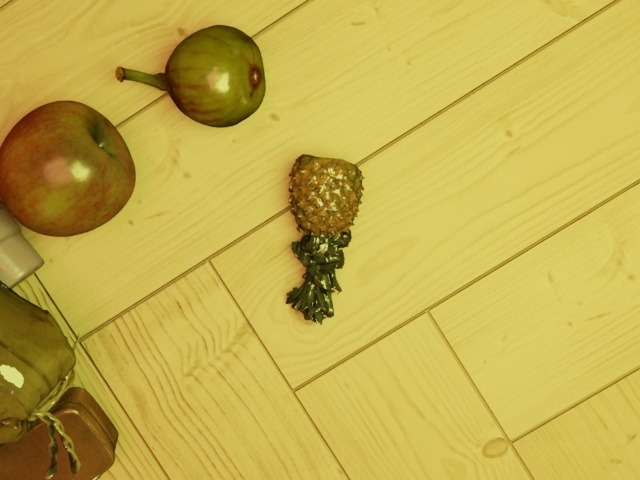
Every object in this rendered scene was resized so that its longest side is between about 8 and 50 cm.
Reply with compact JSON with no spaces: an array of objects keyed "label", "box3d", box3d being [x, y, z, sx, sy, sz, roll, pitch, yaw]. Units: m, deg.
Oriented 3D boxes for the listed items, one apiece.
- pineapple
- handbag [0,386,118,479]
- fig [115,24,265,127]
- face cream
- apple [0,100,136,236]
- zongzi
[{"label":"pineapple","box3d":[0.000,0.000,1.054,0.125,0.125,0.251,8,100,2]},{"label":"handbag","box3d":[-0.418,0.330,1.101,0.193,0.072,0.151,-29,114,2]},{"label":"fig","box3d":[-0.172,-0.230,1.039,0.186,0.148,0.142,-8,113,41]},{"label":"face cream","box3d":[-0.540,-0.045,1.069,0.096,0.154,0.274,-33,101,26]},{"label":"apple","box3d":[-0.369,-0.099,1.022,0.174,0.188,0.188,-33,93,11]},{"label":"zongzi","box3d":[-0.588,0.193,1.064,0.500,0.218,0.467,37,138,-14]}]
